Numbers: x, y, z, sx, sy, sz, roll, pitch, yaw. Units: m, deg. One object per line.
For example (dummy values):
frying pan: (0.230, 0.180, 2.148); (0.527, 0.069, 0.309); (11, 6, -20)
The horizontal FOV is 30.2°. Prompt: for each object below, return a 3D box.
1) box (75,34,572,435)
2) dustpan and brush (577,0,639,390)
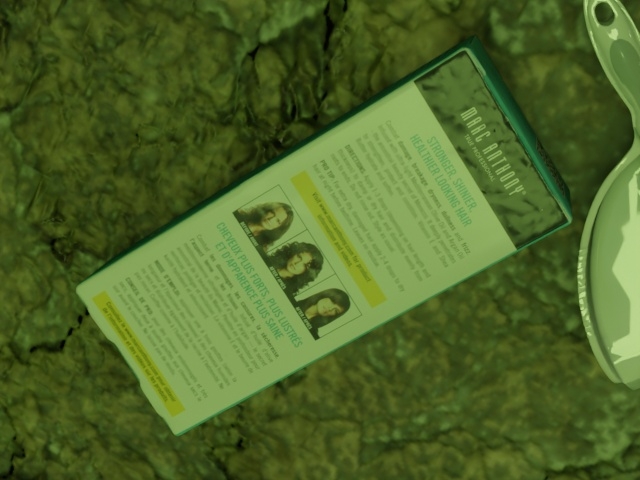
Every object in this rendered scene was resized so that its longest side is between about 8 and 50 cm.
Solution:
box: (0.000, 0.000, 0.622); (0.244, 0.060, 0.100); (-30, 99, 18)
dustpan and brush: (0.175, -0.028, 0.579); (0.147, 0.060, 0.211); (-24, 101, 17)
